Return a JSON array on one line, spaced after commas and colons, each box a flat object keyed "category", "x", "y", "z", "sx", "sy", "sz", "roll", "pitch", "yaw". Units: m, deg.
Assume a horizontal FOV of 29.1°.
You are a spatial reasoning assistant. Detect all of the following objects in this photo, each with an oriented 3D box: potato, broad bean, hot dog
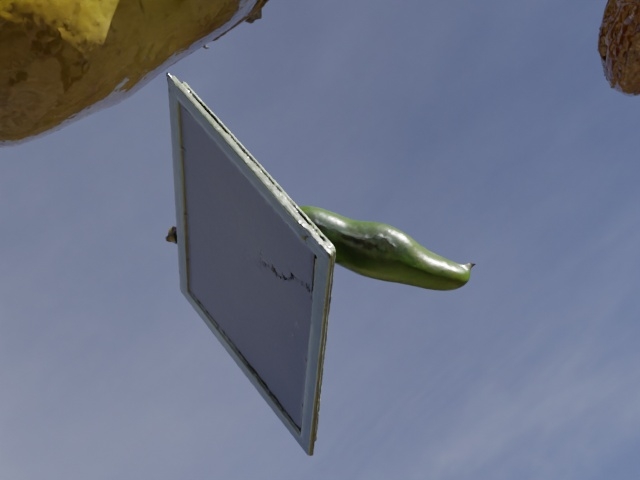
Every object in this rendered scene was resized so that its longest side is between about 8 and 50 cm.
[{"category": "potato", "x": -0.231, "y": -0.227, "z": 1.249, "sx": 0.397, "sy": 0.296, "sz": 0.290, "roll": 1, "pitch": -43, "yaw": 17}, {"category": "broad bean", "x": 0.001, "y": -0.001, "z": 1.177, "sx": 0.297, "sy": 0.060, "sz": 0.043, "roll": 10, "pitch": -17, "yaw": 6}, {"category": "hot dog", "x": 0.329, "y": -0.217, "z": 1.065, "sx": 0.227, "sy": 0.099, "sz": 0.160, "roll": -45, "pitch": -11, "yaw": 35}]

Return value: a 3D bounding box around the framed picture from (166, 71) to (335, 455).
[{"category": "framed picture", "x": -0.061, "y": 0.027, "z": 1.059, "sx": 0.018, "sy": 0.231, "sz": 0.293, "roll": -27, "pitch": -32, "yaw": -23}]
